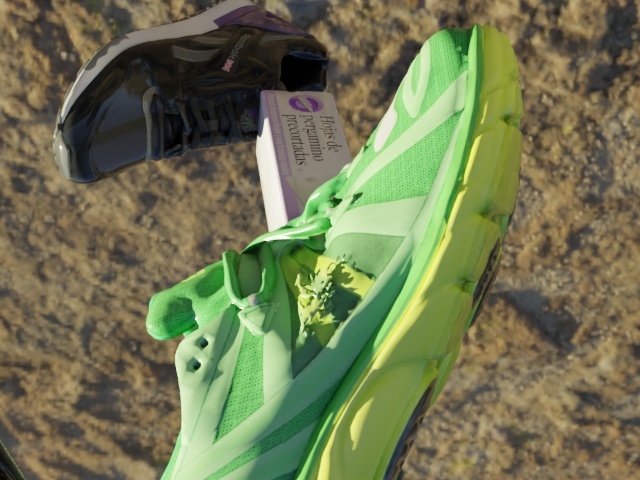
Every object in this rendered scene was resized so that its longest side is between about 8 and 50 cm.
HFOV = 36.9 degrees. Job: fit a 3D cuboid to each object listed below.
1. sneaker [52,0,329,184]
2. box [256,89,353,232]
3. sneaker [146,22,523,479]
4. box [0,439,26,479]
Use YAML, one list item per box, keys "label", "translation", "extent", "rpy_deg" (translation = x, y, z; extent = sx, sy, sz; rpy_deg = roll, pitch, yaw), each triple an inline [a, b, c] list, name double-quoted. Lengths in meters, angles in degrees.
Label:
- label: "sneaker"
  translation: [-0.096, -0.126, 0.823]
  extent: [0.124, 0.283, 0.107]
  rpy_deg: [26, 136, 23]
- label: "box"
  translation: [0.000, 0.000, 0.679]
  extent: [0.063, 0.324, 0.067]
  rpy_deg: [0, 127, -11]
- label: "sneaker"
  translation: [-0.003, 0.025, 0.386]
  extent: [0.123, 0.295, 0.109]
  rpy_deg: [24, 163, 15]
- label: "box"
  translation: [-0.170, 0.193, 0.505]
  extent: [0.021, 0.164, 0.201]
  rpy_deg: [-28, 170, -43]
